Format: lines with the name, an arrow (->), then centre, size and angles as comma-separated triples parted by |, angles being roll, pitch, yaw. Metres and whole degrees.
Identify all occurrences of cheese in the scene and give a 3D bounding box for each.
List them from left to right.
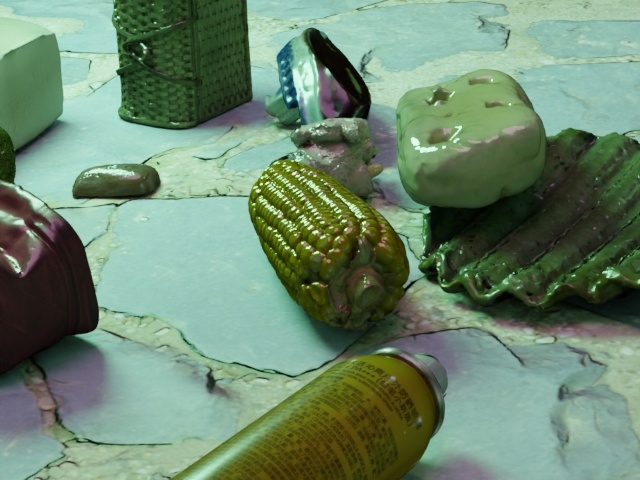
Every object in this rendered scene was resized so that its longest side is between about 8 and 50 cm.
cheese -> 0.156, -0.111, 1.801 | 0.159, 0.093, 0.263 | -13, 20, 4

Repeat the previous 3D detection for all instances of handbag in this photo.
handbag -> -0.316, 0.027, 1.605 | 0.135, 0.146, 0.225 | -27, 32, -31

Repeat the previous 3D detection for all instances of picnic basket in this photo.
picnic basket -> -0.188, -0.258, 2.177 | 0.134, 0.196, 0.154 | 15, 29, 31

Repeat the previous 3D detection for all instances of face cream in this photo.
face cream -> -0.014, 0.173, 1.269 | 0.105, 0.105, 0.348 | 13, 29, 34

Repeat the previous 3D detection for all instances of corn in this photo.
corn -> 0.000, 0.000, 1.659 | 0.119, 0.119, 0.322 | -11, 20, -16

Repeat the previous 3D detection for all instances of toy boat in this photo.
toy boat -> -0.010, -0.169, 2.070 | 0.114, 0.115, 0.262 | 33, 18, -27

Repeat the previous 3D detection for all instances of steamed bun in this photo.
steamed bun -> -0.443, -0.190, 2.116 | 0.164, 0.146, 0.242 | 10, 26, 19

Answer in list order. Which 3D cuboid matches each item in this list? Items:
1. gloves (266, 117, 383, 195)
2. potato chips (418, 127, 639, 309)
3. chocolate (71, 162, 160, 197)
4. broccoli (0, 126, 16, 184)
gloves -> 0.002, -0.088, 1.890 | 0.110, 0.094, 0.144 | -4, 29, 29
potato chips -> 0.294, -0.030, 1.732 | 0.358, 0.070, 0.429 | 6, 24, 29
chocolate -> -0.240, -0.074, 1.967 | 0.100, 0.031, 0.064 | -1, 19, 10
broccoli -> -0.406, -0.086, 1.929 | 0.120, 0.130, 0.131 | -46, 63, 3
